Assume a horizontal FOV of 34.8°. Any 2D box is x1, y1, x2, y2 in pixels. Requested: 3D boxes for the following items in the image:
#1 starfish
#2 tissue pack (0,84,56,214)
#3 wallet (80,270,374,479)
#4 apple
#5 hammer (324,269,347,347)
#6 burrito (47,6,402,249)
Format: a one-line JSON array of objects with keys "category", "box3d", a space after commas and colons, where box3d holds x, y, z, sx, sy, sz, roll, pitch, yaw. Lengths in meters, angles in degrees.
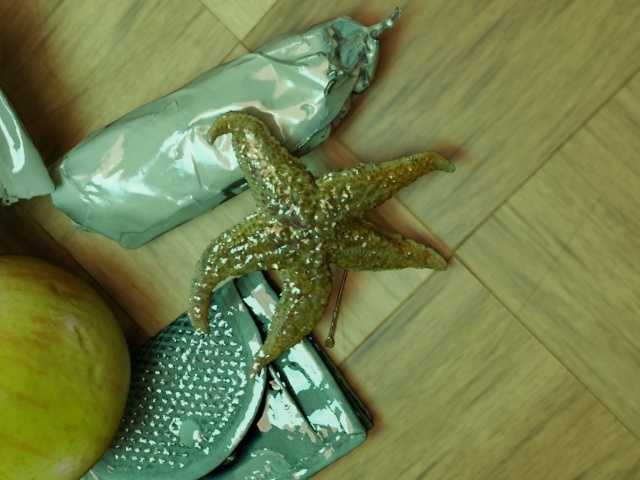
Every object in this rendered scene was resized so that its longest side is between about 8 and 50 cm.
[{"category": "starfish", "box3d": [0.001, 0.001, 1.061, 0.302, 0.060, 0.299, -10, 109, -5]}, {"category": "tissue pack", "box3d": [-0.441, -0.132, 1.069, 0.238, 0.238, 0.306, -23, 112, 15]}, {"category": "wallet", "box3d": [-0.139, 0.215, 1.177, 0.342, 0.075, 0.237, -36, 85, 16]}, {"category": "apple", "box3d": [-0.350, 0.150, 1.108, 0.286, 0.233, 0.286, -23, 47, 27]}, {"category": "hammer", "box3d": [0.021, 0.063, 1.146, 0.029, 0.014, 0.123, 17, 103, 20]}, {"category": "burrito", "box3d": [-0.099, -0.119, 1.105, 0.445, 0.101, 0.139, -26, 91, 15]}]
